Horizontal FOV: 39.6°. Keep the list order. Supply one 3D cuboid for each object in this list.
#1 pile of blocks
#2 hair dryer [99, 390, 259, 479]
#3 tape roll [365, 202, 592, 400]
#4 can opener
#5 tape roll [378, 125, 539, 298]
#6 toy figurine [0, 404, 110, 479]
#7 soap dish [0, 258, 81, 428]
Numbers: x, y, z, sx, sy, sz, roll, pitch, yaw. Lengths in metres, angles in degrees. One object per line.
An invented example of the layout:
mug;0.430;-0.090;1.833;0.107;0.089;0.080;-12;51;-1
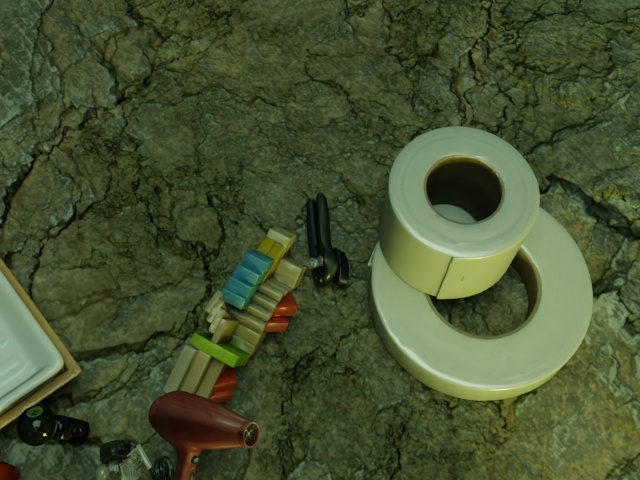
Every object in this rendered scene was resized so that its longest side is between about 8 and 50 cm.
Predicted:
pile of blocks;-0.115;0.127;1.476;0.113;0.149;0.362;26;65;11
hair dryer;-0.198;0.338;1.345;0.080;0.293;0.223;-5;58;-56
tape roll;0.275;0.086;1.558;0.392;0.072;0.392;1;64;-2
can opener;0.000;0.000;1.603;0.059;0.073;0.186;-29;59;27
tape roll;0.225;-0.046;1.487;0.246;0.169;0.246;1;63;-3
toy figurine;-0.421;0.372;1.319;0.213;0.148;0.209;-34;71;0
soap dish;-0.559;0.179;1.446;0.229;0.118;0.291;-36;71;-18
